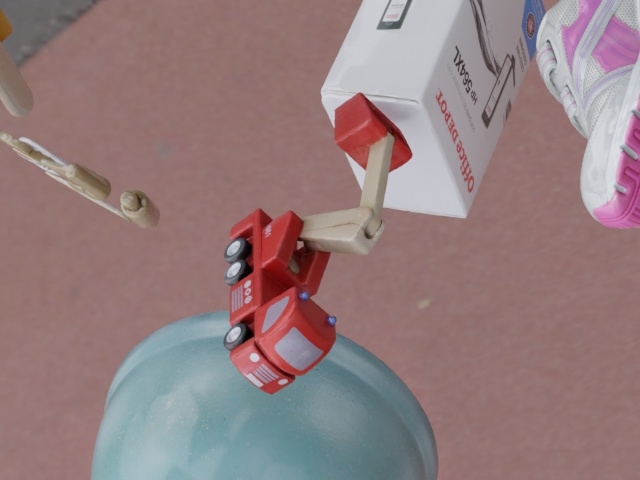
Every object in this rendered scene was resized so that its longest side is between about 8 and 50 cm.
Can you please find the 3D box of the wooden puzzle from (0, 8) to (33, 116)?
[{"bbox_3d":[-0.295,-0.215,1.175,0.239,0.044,0.221,43,167,28],"label":"wooden puzzle"}]

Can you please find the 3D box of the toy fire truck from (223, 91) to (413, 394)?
[{"bbox_3d":[0.000,0.000,1.128,0.135,0.047,0.192,-34,33,23],"label":"toy fire truck"}]

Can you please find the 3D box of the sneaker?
[{"bbox_3d":[0.206,-0.111,1.173,0.111,0.103,0.252,-10,49,34],"label":"sneaker"}]

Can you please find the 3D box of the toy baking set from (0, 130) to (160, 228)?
[{"bbox_3d":[-0.255,-0.070,1.794,0.197,0.256,0.030,30,85,11],"label":"toy baking set"}]

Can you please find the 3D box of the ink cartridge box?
[{"bbox_3d":[0.091,-0.140,1.283,0.086,0.203,0.148,9,150,26],"label":"ink cartridge box"}]

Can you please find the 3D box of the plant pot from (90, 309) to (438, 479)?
[{"bbox_3d":[-0.063,0.230,1.380,0.293,0.196,0.293,7,126,10],"label":"plant pot"}]
